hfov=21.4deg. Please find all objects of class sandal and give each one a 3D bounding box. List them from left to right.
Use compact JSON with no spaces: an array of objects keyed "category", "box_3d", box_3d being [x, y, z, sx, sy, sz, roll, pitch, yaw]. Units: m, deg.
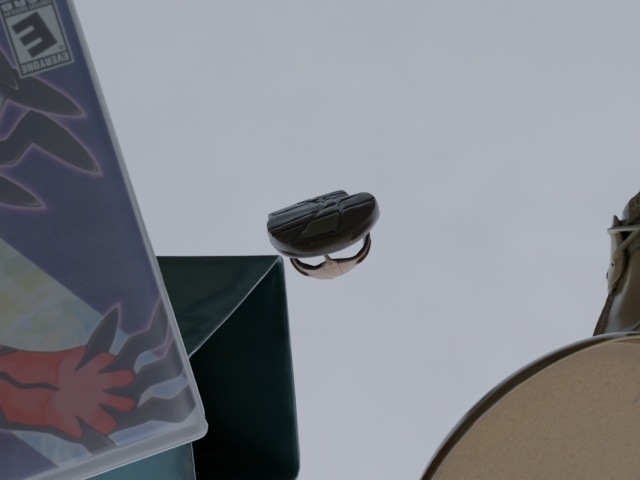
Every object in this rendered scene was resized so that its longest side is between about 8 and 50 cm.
[{"category":"sandal","box_3d":[0.000,0.000,1.336,0.090,0.060,0.219,-16,-175,-7]}]

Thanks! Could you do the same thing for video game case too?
[{"category":"video game case","box_3d":[-0.158,0.013,0.565,0.201,0.183,0.023,-19,-168,-11]}]

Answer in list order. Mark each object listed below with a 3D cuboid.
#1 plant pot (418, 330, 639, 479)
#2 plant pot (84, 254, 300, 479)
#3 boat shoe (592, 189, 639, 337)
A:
[{"category":"plant pot","box_3d":[0.143,0.147,0.993,0.236,0.236,0.032,-24,-141,-15]},{"category":"plant pot","box_3d":[-0.154,0.107,1.090,0.234,0.166,0.165,3,-157,20]},{"category":"boat shoe","box_3d":[0.268,0.007,1.337,0.109,0.098,0.302,-28,-166,40]}]
